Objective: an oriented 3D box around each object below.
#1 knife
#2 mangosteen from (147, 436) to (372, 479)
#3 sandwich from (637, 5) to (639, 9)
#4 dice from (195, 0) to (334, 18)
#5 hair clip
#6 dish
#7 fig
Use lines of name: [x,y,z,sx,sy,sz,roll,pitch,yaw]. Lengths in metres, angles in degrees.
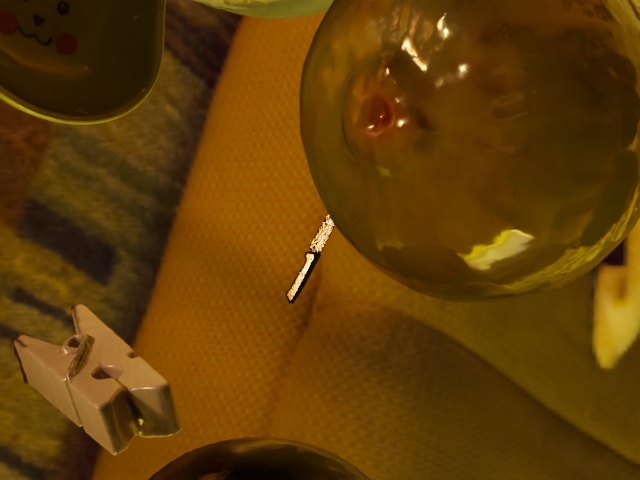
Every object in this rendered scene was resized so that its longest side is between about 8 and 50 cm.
knife: [0.000,0.000,1.537,0.010,0.023,0.170,26,93,-54]
mangosteen: [-0.009,0.237,0.759,0.261,0.235,0.235,19,73,-20]
sandwich: [0.221,-0.109,0.919,0.236,0.122,0.128,-41,150,-44]
dice: [-0.045,-0.340,0.911,0.268,0.265,0.262,-76,-172,-48]
hair clip: [-0.256,0.157,1.445,0.101,0.331,0.085,-18,110,-25]
dish: [-0.268,-0.246,1.268,0.221,0.108,0.262,17,81,-35]
fig: [0.094,-0.072,0.715,0.230,0.207,0.207,-32,116,-68]
